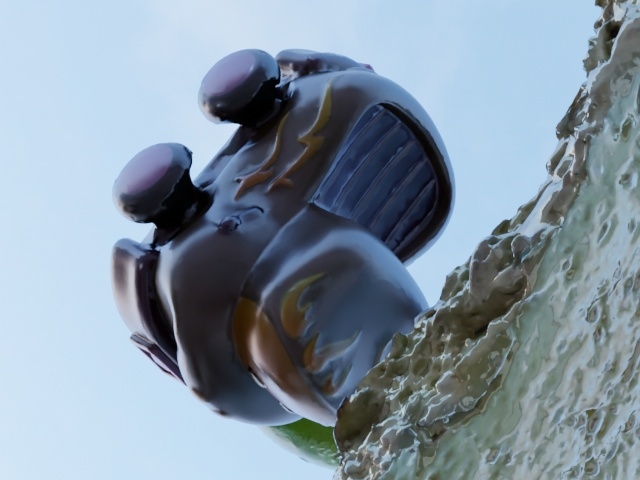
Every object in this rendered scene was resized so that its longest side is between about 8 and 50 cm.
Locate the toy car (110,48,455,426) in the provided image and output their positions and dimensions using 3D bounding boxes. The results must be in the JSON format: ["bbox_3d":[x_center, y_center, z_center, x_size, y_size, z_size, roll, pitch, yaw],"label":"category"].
[{"bbox_3d":[0.000,0.000,0.884,0.240,0.341,0.271,17,-25,45],"label":"toy car"}]

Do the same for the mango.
[{"bbox_3d":[-0.018,0.171,1.095,0.232,0.111,0.125,21,-39,-1],"label":"mango"}]

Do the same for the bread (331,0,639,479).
[{"bbox_3d":[0.096,0.045,0.363,0.182,0.039,0.251,32,-91,-41],"label":"bread"}]
